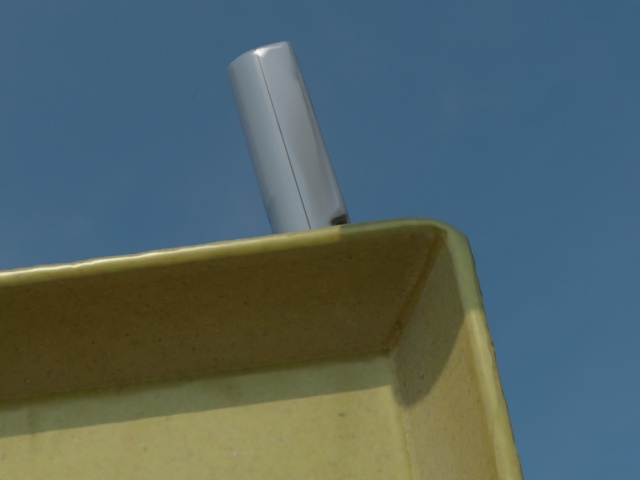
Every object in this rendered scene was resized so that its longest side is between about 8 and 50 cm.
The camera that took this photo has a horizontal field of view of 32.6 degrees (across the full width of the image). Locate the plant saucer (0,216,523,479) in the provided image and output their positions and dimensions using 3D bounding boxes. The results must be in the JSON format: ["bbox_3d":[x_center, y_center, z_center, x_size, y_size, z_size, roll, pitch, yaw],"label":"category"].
[{"bbox_3d":[-0.068,0.160,0.511,0.332,0.333,0.081,-8,-35,0],"label":"plant saucer"}]

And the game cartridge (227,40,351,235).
[{"bbox_3d":[0.000,0.000,0.808,0.062,0.198,0.297,-21,-30,-1],"label":"game cartridge"}]
